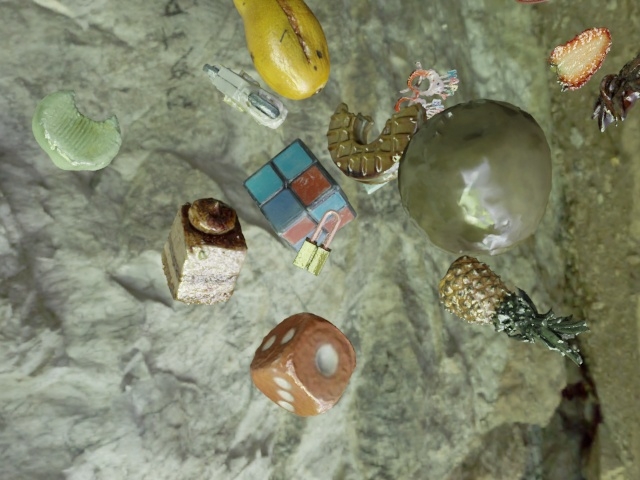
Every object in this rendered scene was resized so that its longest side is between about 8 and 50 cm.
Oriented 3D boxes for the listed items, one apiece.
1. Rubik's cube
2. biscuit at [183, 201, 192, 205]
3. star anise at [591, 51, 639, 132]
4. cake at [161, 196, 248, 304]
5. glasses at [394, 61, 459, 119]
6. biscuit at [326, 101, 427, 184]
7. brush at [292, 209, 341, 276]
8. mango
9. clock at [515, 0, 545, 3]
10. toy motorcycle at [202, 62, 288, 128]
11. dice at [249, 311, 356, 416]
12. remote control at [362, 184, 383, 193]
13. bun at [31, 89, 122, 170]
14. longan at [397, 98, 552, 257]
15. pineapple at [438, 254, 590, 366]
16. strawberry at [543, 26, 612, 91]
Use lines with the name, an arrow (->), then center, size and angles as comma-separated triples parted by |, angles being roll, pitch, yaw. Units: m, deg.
Rubik's cube -> -0.082, -0.171, 2.494 | 0.316, 0.318, 0.313 | 53, -177, 27
biscuit -> -0.424, 0.019, 2.177 | 0.329, 0.078, 0.334 | 27, 136, 49
star anise -> 0.764, -0.400, 1.530 | 0.103, 0.272, 0.272 | 30, -152, -8
cake -> -0.321, 0.023, 1.725 | 0.293, 0.196, 0.198 | -60, 39, 36
glasses -> 0.339, -0.472, 1.931 | 0.255, 0.162, 0.095 | 117, 169, -56
biscuit -> 0.168, -0.315, 1.942 | 0.115, 0.367, 0.268 | 17, -98, -48
brush -> 0.000, 0.000, 2.048 | 0.233, 0.103, 0.047 | -63, -2, 18
mango -> -0.081, -0.446, 1.305 | 0.294, 0.177, 0.120 | 65, 159, 2
clock -> 0.750, -0.849, 1.904 | 0.318, 0.319, 0.080 | -4, -97, -76
toy motorcycle -> -0.201, -0.416, 1.760 | 0.341, 0.107, 0.223 | 39, -172, 34
dice -> -0.043, 0.277, 1.360 | 0.174, 0.179, 0.175 | 48, -126, -19
remote control -> 0.223, -0.235, 2.161 | 0.061, 0.162, 0.029 | 60, -171, 26
bun -> -0.614, -0.270, 1.516 | 0.204, 0.127, 0.212 | -45, -72, -39
longan -> 0.411, -0.175, 1.636 | 0.404, 0.405, 0.435 | 42, -127, -67
pineapple -> 0.463, 0.173, 1.442 | 0.165, 0.365, 0.165 | -48, -25, -31
strawberry -> 0.861, -0.589, 1.979 | 0.087, 0.208, 0.167 | -2, -110, -62
